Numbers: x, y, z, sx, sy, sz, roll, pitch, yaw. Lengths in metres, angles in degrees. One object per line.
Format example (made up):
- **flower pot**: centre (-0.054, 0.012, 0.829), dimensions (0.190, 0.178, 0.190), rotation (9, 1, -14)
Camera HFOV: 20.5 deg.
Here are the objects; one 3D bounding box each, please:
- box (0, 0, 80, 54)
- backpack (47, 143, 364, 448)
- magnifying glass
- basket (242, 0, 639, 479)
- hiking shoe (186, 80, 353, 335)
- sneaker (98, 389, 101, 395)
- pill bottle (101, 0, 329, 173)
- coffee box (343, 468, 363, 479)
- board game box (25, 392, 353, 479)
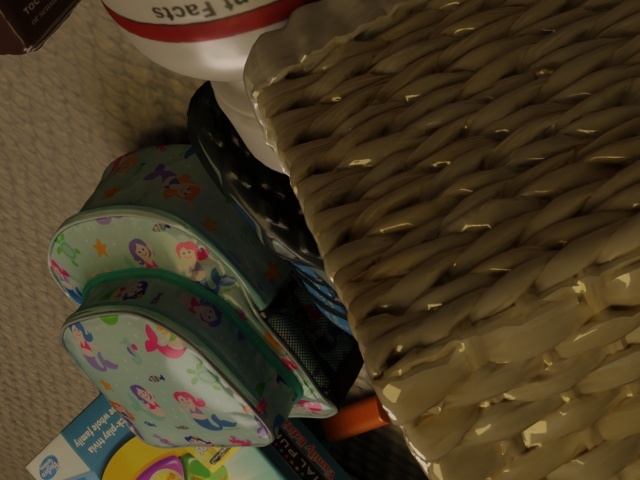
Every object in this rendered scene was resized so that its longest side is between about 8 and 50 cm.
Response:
- **box**: centre (-0.248, -0.253, 1.192), dimensions (0.168, 0.167, 0.203), rotation (5, 139, 45)
- **backpack**: centre (-0.106, 0.049, 1.486), dimensions (0.225, 0.191, 0.253), rotation (-7, 123, 42)
- **magnifying glass**: centre (-0.003, 0.185, 1.704), dimensions (0.231, 0.026, 0.092), rotation (-28, 72, 53)
- **basket**: centre (0.182, 0.018, 0.858), dimensions (0.328, 0.331, 0.266), rotation (59, -171, -36)
- **hiking shoe**: centre (0.000, 0.000, 1.355), dimensions (0.304, 0.113, 0.132), rotation (44, 151, -15)
- **sneaker**: centre (-0.198, 0.153, 1.868), dimensions (0.081, 0.080, 0.211), rotation (38, 143, 11)
- **pill bottle**: centre (-0.050, -0.236, 0.929), dimensions (0.229, 0.229, 0.408), rotation (10, 142, 41)
- **coffee box**: centre (-0.049, 0.294, 1.854), dimensions (0.297, 0.119, 0.168), rotation (27, 150, 17)
- **board game box**: centre (-0.094, 0.268, 1.710), dimensions (0.336, 0.079, 0.254), rotation (48, 126, 2)
